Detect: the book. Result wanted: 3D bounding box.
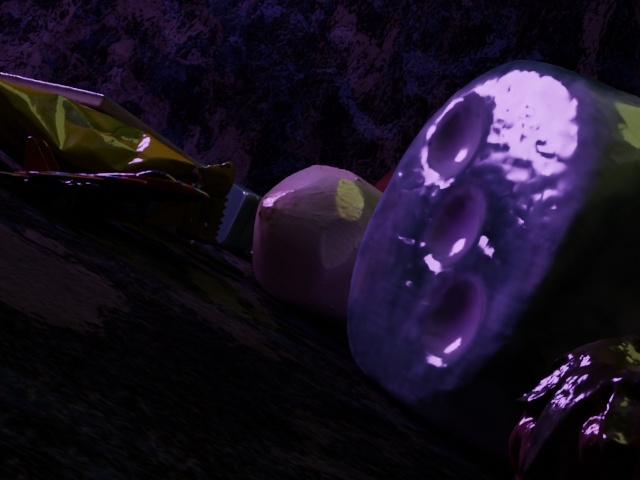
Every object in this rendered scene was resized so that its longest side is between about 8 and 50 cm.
[{"bbox_3d":[-0.291,-0.135,1.876,0.322,0.018,0.228,14,-13,36],"label":"book"}]

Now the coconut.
[{"bbox_3d":[0.000,0.000,1.780,0.183,0.171,0.171,30,1,-32],"label":"coconut"}]

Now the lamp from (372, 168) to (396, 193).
[{"bbox_3d":[0.190,0.018,2.226,0.303,0.257,0.303,12,42,-11],"label":"lamp"}]

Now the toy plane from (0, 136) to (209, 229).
[{"bbox_3d":[-0.194,-0.044,1.481,0.189,0.061,0.130,15,-1,10],"label":"toy plane"}]

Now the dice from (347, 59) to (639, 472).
[{"bbox_3d":[0.244,0.047,1.499,0.330,0.328,0.348,28,2,-26],"label":"dice"}]

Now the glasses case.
[{"bbox_3d":[-0.140,-0.049,2.130,0.039,0.078,0.184,22,5,-36],"label":"glasses case"}]

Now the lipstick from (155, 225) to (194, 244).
[{"bbox_3d":[-0.194,-0.042,1.848,0.130,0.038,0.038,29,2,3],"label":"lipstick"}]

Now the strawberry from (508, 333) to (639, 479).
[{"bbox_3d":[0.257,0.196,0.975,0.336,0.149,0.265,38,-8,-21],"label":"strawberry"}]

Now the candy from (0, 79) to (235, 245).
[{"bbox_3d":[-0.229,-0.081,1.603,0.297,0.081,0.187,20,-21,-3],"label":"candy"}]
